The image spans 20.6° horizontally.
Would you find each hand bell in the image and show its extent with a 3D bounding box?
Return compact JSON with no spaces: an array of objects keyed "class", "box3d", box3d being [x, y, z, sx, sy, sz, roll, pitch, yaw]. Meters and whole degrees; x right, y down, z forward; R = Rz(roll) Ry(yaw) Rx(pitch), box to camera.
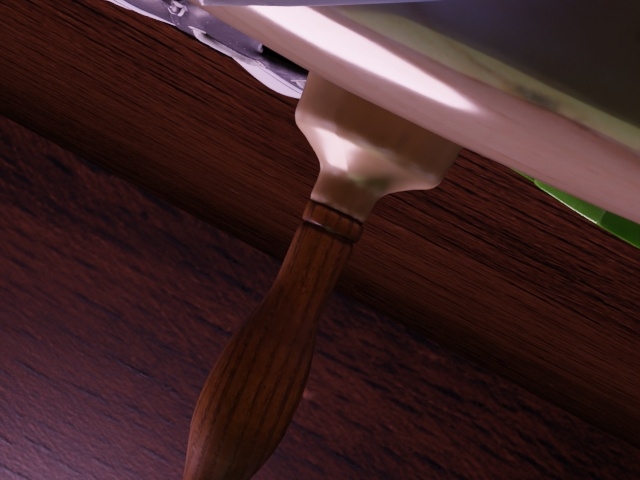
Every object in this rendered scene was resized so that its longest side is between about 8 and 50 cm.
[{"class":"hand bell","box3d":[0.000,0.000,0.728,0.126,0.242,0.126,26,180,0]}]

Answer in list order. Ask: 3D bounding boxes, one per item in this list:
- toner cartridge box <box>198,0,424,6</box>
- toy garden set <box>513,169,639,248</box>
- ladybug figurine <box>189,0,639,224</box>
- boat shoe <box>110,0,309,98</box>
[{"class":"toner cartridge box","box3d":[0.035,-0.178,0.212,0.075,0.165,0.348,-4,161,-15]},{"class":"toy garden set","box3d":[0.120,-0.059,0.942,0.244,0.049,0.204,37,-171,39]},{"class":"ladybug figurine","box3d":[0.133,-0.097,0.512,0.449,0.161,0.305,21,-162,-12]},{"class":"boat shoe","box3d":[-0.051,-0.159,1.057,0.102,0.108,0.301,19,170,45]}]
